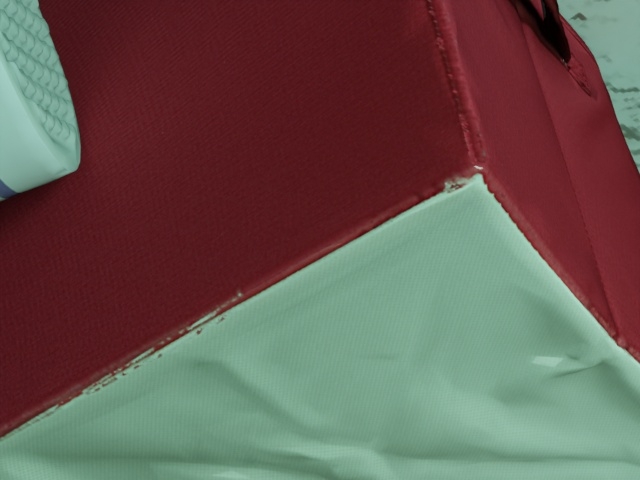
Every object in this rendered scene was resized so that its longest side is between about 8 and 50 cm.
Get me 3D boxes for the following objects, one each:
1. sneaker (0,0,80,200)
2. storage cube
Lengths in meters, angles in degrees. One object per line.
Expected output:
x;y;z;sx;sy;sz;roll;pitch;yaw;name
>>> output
-0.184;-0.113;0.380;0.161;0.102;0.282;-15;117;5;sneaker
0.000;0.000;0.515;0.215;0.193;0.183;-29;135;19;storage cube
